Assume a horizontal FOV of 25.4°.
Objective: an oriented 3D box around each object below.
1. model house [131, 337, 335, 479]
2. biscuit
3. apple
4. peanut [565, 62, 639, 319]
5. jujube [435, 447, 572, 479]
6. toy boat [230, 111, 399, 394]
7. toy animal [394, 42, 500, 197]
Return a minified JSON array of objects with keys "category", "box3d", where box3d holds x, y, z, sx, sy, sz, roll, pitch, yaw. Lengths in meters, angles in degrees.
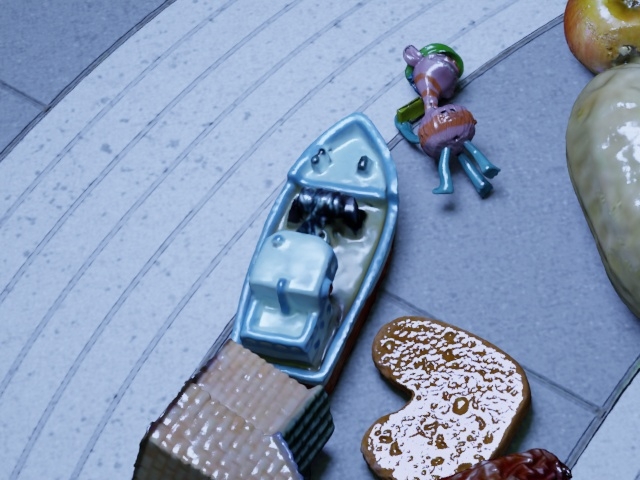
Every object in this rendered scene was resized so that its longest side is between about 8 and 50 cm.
[{"category":"model house","box3d":[-0.074,0.220,1.401,0.172,0.166,0.183,28,48,9]},{"category":"biscuit","box3d":[0.112,0.174,1.464,0.186,0.036,0.192,23,62,26]},{"category":"apple","box3d":[0.359,-0.263,1.676,0.147,0.146,0.146,-4,55,6]},{"category":"peanut","box3d":[0.380,-0.023,1.484,0.192,0.169,0.387,-13,58,-5]},{"category":"jujube","box3d":[0.154,0.289,1.314,0.168,0.168,0.236,33,49,27]},{"category":"toy boat","box3d":[0.000,0.000,1.545,0.145,0.133,0.331,10,57,17]},{"category":"toy animal","box3d":[0.138,-0.137,1.659,0.103,0.100,0.208,-40,51,30]}]
